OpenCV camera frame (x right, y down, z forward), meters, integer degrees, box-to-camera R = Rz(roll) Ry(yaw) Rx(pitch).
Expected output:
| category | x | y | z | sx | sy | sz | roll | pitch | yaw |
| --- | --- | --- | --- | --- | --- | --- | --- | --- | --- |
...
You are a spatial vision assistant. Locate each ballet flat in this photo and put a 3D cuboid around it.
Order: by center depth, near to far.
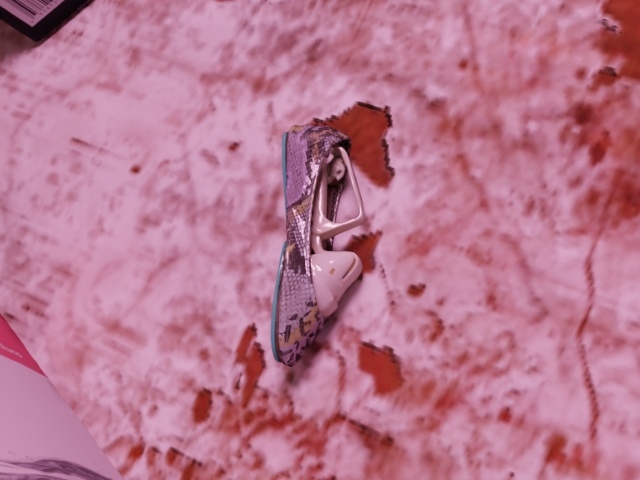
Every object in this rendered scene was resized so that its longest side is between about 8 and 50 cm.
| category | x | y | z | sx | sy | sz | roll | pitch | yaw |
| --- | --- | --- | --- | --- | --- | --- | --- | --- | --- |
| ballet flat | 0.000 | 0.000 | 0.669 | 0.041 | 0.041 | 0.114 | -10 | 67 | 31 |

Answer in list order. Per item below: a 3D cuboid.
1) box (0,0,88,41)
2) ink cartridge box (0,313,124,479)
| category | x | y | z | sx | sy | sz | roll | pitch | yaw |
| --- | --- | --- | --- | --- | --- | --- | --- | --- | --- |
| box | -0.112 | -0.265 | 0.817 | 0.261 | 0.103 | 0.184 | -35 | 53 | 18 |
| ink cartridge box | -0.180 | 0.172 | 0.667 | 0.207 | 0.117 | 0.283 | -51 | 52 | 6 |
